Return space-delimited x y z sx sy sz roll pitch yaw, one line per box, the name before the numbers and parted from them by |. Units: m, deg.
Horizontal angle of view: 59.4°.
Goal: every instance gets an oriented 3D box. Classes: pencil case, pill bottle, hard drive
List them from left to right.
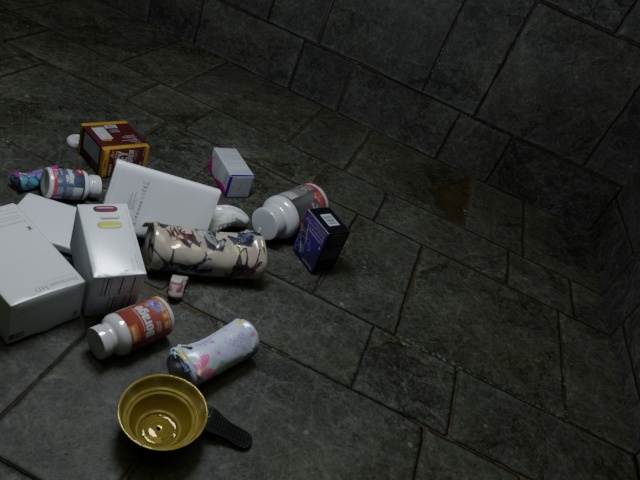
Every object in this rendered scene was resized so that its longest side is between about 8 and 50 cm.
pencil case | -0.996 -0.219 1.965 0.064 0.070 0.152 37 35 19
hard drive | -0.842 -0.042 1.841 0.319 0.040 0.210 18 34 -9
pill bottle | -0.872 -0.197 1.969 0.180 0.108 0.108 0 40 -44
pill bottle | -0.528 0.245 1.564 0.121 0.121 0.216 40 38 23
hard drive | -0.544 -0.113 1.903 0.353 0.233 0.047 16 15 -26
pencil case | -0.393 0.029 1.900 0.410 0.160 0.183 7 53 -23
pencil case | -0.303 0.320 1.601 0.273 0.113 0.124 -20 75 -47
pill bottle | -0.123 -0.110 2.238 0.176 0.176 0.318 37 37 19

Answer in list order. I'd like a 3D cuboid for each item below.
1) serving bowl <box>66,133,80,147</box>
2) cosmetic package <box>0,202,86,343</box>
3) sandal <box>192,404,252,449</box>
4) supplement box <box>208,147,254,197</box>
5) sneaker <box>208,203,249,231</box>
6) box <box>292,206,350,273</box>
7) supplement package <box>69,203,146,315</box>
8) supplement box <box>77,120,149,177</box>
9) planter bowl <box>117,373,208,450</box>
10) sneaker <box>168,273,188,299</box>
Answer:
serving bowl | -0.981 -0.406 2.267 0.083 0.027 0.083 17 35 -12
cosmetic package | -0.859 0.081 1.562 0.385 0.156 0.217 37 34 21
sandal | -0.262 0.493 1.466 0.179 0.040 0.067 36 39 -7
supplement box | -0.382 -0.291 2.389 0.114 0.111 0.220 -4 43 -35
sneaker | -0.408 -0.066 2.099 0.305 0.114 0.152 9 69 -37
box | 0.000 0.000 2.133 0.108 0.207 0.153 -8 44 -37
supplement package | -0.631 0.053 1.648 0.145 0.204 0.261 -5 55 -34
supplement box | -0.816 -0.362 2.214 0.191 0.129 0.194 -16 50 -44
planter bowl | -0.397 0.447 1.394 0.217 0.090 0.217 16 35 -12
sneaker | -0.461 0.149 1.808 0.051 0.070 0.134 10 6 -4
